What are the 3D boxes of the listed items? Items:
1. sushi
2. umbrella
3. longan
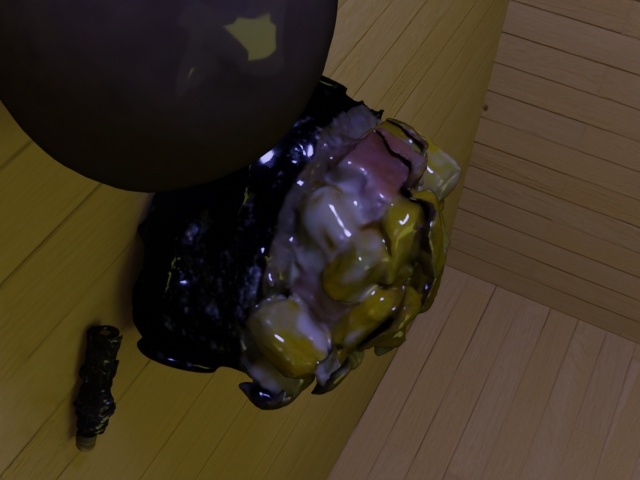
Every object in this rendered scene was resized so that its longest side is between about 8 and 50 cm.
[{"bbox_3d":[0.000,0.000,0.899,0.327,0.285,0.329,-69,166,6],"label":"sushi"},{"bbox_3d":[-0.220,0.147,0.828,0.037,0.040,0.143,-63,170,-65],"label":"umbrella"},{"bbox_3d":[-0.100,-0.153,0.500,0.248,0.248,0.248,-58,162,-31],"label":"longan"}]
